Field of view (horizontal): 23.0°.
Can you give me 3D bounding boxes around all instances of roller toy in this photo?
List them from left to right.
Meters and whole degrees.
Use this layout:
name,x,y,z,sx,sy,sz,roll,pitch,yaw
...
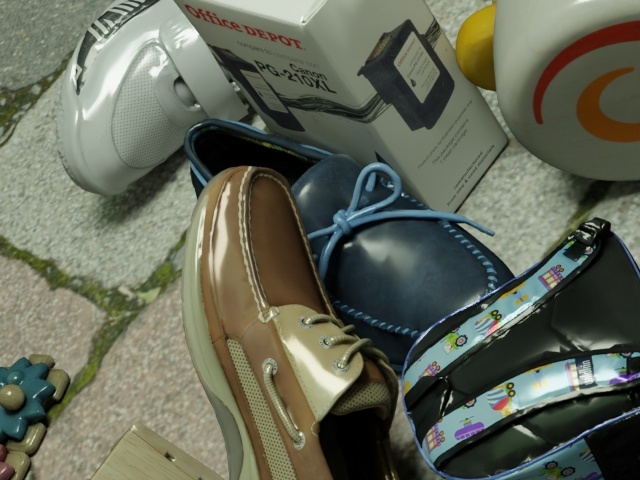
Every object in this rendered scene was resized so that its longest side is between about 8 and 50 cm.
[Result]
name,x,y,z,sx,sy,sz,roll,pitch,yaw
roller toy,0.216,-0.149,1.110,0.209,0.191,0.146,-52,28,44

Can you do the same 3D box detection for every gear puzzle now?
name,x,y,z,sx,sy,sz,roll,pitch,yaw
gear puzzle,-0.375,0.159,1.350,0.338,0.044,0.175,0,54,35

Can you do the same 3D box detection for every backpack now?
name,x,y,z,sx,sy,sz,roll,pitch,yaw
backpack,0.146,0.097,0.994,0.173,0.117,0.158,-29,43,8

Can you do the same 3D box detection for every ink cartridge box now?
name,x,y,z,sx,sy,sz,roll,pitch,yaw
ink cartridge box,0.013,-0.137,1.201,0.172,0.237,0.100,22,68,44

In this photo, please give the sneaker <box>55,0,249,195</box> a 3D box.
name,x,y,z,sx,sy,sz,roll,pitch,yaw
sneaker,-0.063,-0.176,1.361,0.210,0.137,0.366,18,62,46

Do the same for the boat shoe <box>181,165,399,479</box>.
name,x,y,z,sx,sy,sz,roll,pitch,yaw
boat shoe,-0.002,0.100,1.028,0.116,0.123,0.325,-20,76,32

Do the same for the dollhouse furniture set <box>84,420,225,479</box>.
name,x,y,z,sx,sy,sz,roll,pitch,yaw
dollhouse furniture set,-0.159,0.322,0.998,0.286,0.198,0.303,-54,4,-34

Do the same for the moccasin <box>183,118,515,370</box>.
name,x,y,z,sx,sy,sz,roll,pitch,yaw
moccasin,0.000,0.000,1.179,0.342,0.117,0.138,22,68,44
